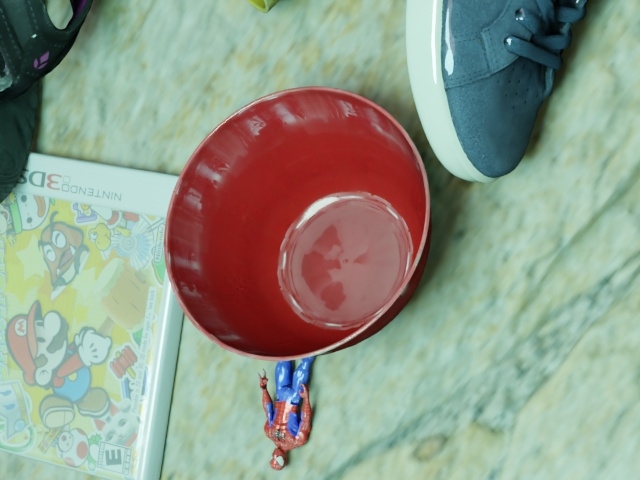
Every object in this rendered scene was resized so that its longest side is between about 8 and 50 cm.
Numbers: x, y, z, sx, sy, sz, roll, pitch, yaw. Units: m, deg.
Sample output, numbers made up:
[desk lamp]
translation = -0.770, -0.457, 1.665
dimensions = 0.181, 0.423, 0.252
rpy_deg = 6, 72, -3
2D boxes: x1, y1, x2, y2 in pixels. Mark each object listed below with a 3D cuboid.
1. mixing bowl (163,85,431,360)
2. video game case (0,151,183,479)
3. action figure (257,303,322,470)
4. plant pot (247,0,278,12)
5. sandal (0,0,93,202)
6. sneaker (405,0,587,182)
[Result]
[mixing bowl]
translation = 0.000, 0.000, 1.072
dimensions = 0.181, 0.098, 0.181
rpy_deg = -7, 72, 21
[video game case]
translation = -0.195, 0.052, 1.225
dimensions = 0.206, 0.026, 0.226
rpy_deg = 10, 93, 28
[action figure]
translation = -0.022, 0.102, 1.133
dimensions = 0.038, 0.030, 0.115
rpy_deg = 9, 95, 23
[plant pot]
translation = -0.041, -0.235, 1.107
dimensions = 0.095, 0.134, 0.134
rpy_deg = -39, 70, -5
[sandal]
translation = -0.220, -0.242, 1.159
dimensions = 0.107, 0.167, 0.445
rpy_deg = 5, 88, 31
[sneaker]
translation = 0.157, -0.201, 0.987
dimensions = 0.148, 0.131, 0.350
rpy_deg = 12, 94, 32
